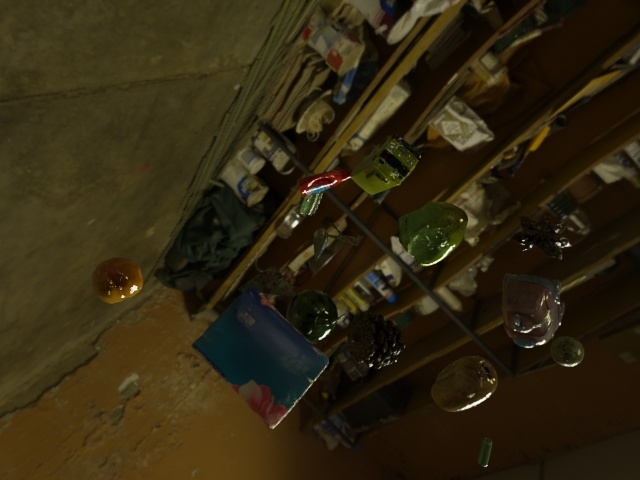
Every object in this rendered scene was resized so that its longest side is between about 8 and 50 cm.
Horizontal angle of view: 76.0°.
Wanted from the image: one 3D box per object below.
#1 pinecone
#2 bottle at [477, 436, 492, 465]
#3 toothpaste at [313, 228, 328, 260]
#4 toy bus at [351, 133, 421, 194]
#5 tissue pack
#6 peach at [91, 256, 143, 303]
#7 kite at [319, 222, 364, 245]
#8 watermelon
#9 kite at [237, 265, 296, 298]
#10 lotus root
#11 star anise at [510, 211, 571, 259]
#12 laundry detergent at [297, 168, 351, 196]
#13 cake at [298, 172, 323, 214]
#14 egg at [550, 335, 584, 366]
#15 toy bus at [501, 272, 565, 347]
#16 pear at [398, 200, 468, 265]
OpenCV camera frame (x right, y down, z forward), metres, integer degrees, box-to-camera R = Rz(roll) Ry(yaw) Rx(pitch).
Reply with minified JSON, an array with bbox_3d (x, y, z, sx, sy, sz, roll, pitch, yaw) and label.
[{"bbox_3d":[0.231,0.434,1.757,0.243,0.257,0.244,-23,-133,26],"label":"pinecone"},{"bbox_3d":[0.506,0.649,1.260,0.030,0.030,0.084,-42,141,-75],"label":"bottle"},{"bbox_3d":[0.000,0.000,0.988,0.197,0.034,0.057,-88,-159,-78],"label":"toothpaste"},{"bbox_3d":[0.210,-0.247,1.383,0.150,0.128,0.262,-53,-170,-9],"label":"toy bus"},{"bbox_3d":[-0.138,0.266,0.975,0.209,0.269,0.137,-44,175,-18],"label":"tissue pack"},{"bbox_3d":[-0.589,0.112,1.184,0.138,0.138,0.138,-45,179,-1],"label":"peach"},{"bbox_3d":[0.077,-0.025,1.566,0.244,0.197,0.006,43,-55,57],"label":"kite"},{"bbox_3d":[-0.024,0.272,1.461,0.188,0.188,0.214,-45,-148,-17],"label":"watermelon"},{"bbox_3d":[-0.200,0.196,1.522,0.012,0.228,0.250,80,19,-53],"label":"kite"},{"bbox_3d":[0.497,0.526,1.470,0.169,0.151,0.343,-42,166,-38],"label":"lotus root"},{"bbox_3d":[0.871,-0.031,1.607,0.073,0.212,0.197,66,43,-56],"label":"star anise"},{"bbox_3d":[0.014,-0.183,1.239,0.165,0.049,0.097,-18,168,-1],"label":"laundry detergent"},{"bbox_3d":[-0.047,-0.220,2.127,0.099,0.100,0.236,-116,-145,-55],"label":"cake"},{"bbox_3d":[0.713,0.317,1.183,0.110,0.085,0.085,-13,156,-46],"label":"egg"},{"bbox_3d":[0.792,0.277,1.562,0.197,0.294,0.232,7,-129,40],"label":"toy bus"},{"bbox_3d":[0.505,-0.027,1.756,0.281,0.286,0.177,-29,-143,27],"label":"pear"}]
